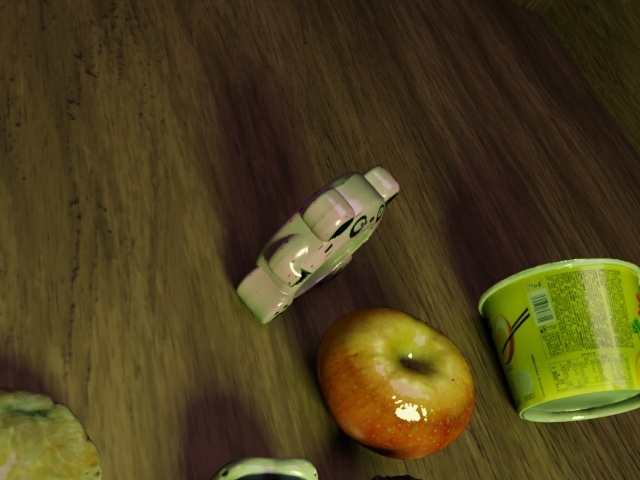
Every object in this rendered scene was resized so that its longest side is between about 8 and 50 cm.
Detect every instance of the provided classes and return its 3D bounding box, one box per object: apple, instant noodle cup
[{"bbox_3d":[0.101,0.208,0.928,0.235,0.173,0.210,43,42,13],"label":"apple"},{"bbox_3d":[0.455,0.196,1.167,0.311,0.311,0.221,15,57,-31],"label":"instant noodle cup"}]

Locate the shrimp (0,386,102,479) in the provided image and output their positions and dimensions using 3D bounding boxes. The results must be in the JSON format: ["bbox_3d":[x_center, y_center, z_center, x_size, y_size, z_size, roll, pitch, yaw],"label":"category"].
[{"bbox_3d":[-0.389,0.255,0.528,0.446,0.110,0.221,-6,68,-48],"label":"shrimp"}]

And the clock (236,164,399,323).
[{"bbox_3d":[0.000,0.000,0.961,0.090,0.248,0.227,48,39,9],"label":"clock"}]

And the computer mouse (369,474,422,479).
[{"bbox_3d":[0.082,0.419,0.710,0.116,0.183,0.323,49,26,-43],"label":"computer mouse"}]

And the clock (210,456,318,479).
[{"bbox_3d":[-0.064,0.361,0.670,0.200,0.146,0.243,12,43,-19],"label":"clock"}]
